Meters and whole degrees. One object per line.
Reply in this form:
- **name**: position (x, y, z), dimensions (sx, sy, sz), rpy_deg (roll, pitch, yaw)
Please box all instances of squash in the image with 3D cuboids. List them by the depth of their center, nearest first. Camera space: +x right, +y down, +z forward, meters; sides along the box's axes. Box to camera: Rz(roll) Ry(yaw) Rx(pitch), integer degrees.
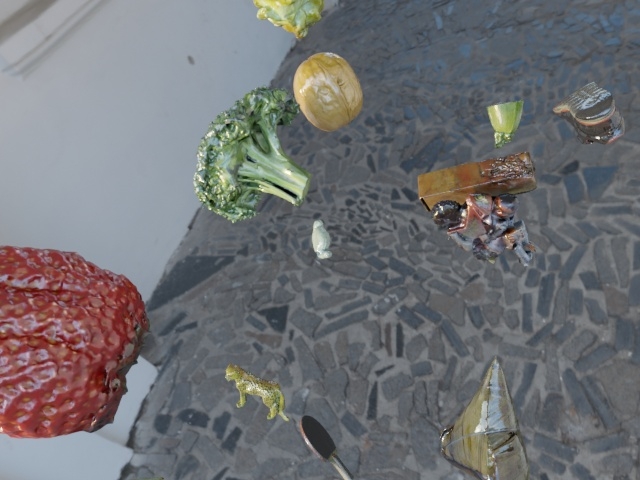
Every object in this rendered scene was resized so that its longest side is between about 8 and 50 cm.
- **squash**: position (0.542, -0.336, 1.367), dimensions (0.105, 0.132, 0.105), rpy_deg (-8, 11, 2)

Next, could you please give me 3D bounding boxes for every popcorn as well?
- **popcorn**: position (-0.098, -0.723, 1.399), dimensions (0.204, 0.221, 0.184), rpy_deg (47, 122, 42)

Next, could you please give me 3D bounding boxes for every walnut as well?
- **walnut**: position (0.022, -0.438, 1.385), dimensions (0.193, 0.226, 0.193), rpy_deg (-25, 10, 5)

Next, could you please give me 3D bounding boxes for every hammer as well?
- **hammer**: position (0.570, 0.031, 1.773), dimensions (0.198, 0.013, 0.062), rpy_deg (32, 25, 10)

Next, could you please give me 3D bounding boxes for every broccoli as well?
- **broccoli**: position (-0.165, -0.222, 1.251), dimensions (0.375, 0.301, 0.249), rpy_deg (-61, 15, 9)

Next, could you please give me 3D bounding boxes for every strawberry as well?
- **strawberry**: position (-0.377, 0.116, 0.618), dimensions (0.250, 0.288, 0.239), rpy_deg (-7, 48, 45)

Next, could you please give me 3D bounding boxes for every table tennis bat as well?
- **table tennis bat**: position (0.016, 0.596, 1.340), dimensions (0.019, 0.130, 0.220), rpy_deg (-44, 75, 11)

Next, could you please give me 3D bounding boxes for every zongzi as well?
- **zongzi**: position (0.392, 0.434, 1.166), dimensions (0.138, 0.286, 0.300), rpy_deg (-2, 80, -12)

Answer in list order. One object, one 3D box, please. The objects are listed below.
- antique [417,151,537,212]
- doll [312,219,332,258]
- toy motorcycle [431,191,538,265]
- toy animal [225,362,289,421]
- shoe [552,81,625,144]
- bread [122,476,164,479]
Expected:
- **antique**: position (0.438, -0.164, 1.319), dimensions (0.309, 0.093, 0.088), rpy_deg (-11, 60, 26)
- **doll**: position (0.000, 0.000, 2.084), dimensions (0.103, 0.071, 0.214), rpy_deg (-54, 39, 35)
- **toy motorcycle**: position (0.494, -0.022, 1.297), dimensions (0.207, 0.401, 0.134), rpy_deg (-31, 37, 35)
- **toy animal**: position (-0.158, 0.397, 1.230), dimensions (0.181, 0.136, 0.073), rpy_deg (17, 39, 22)
- **shoe**: position (0.719, -0.329, 1.240), dimensions (0.114, 0.137, 0.291), rpy_deg (-35, 15, 22)
- **bread**: position (-0.344, 0.409, 0.762), dimensions (0.139, 0.074, 0.084), rpy_deg (25, 83, 2)
